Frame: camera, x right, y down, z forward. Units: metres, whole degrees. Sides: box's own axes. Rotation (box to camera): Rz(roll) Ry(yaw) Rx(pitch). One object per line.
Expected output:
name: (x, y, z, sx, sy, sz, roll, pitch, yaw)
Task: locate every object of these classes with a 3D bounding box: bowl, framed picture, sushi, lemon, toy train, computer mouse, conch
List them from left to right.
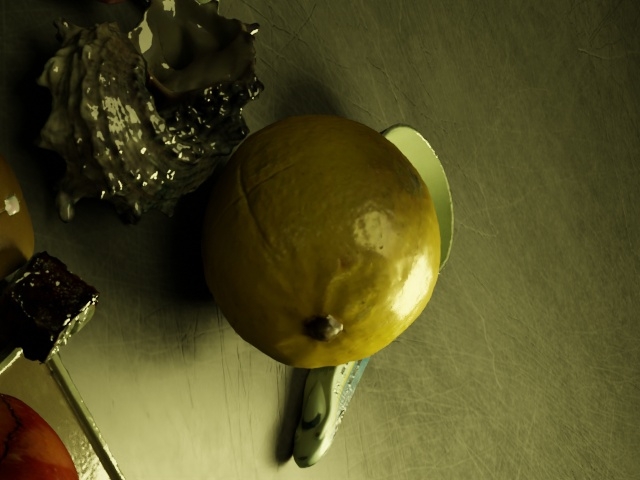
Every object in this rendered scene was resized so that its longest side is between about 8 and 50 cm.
computer mouse: (-0.353, -0.009, 1.480, 0.245, 0.056, 0.125, -32, 108, -57)
sushi: (-0.271, 0.062, 1.533, 0.084, 0.094, 0.098, 37, 45, 0)
framed picture: (-0.273, 0.270, 1.547, 0.232, 0.024, 0.315, -50, 121, -50)
conch: (-0.195, -0.154, 1.677, 0.313, 0.186, 0.240, -44, 110, -27)
lemon: (0.000, 0.000, 1.807, 0.297, 0.297, 0.297, 23, 62, -52)
toy train: (0.011, 0.189, 1.973, 0.051, 0.052, 0.234, 56, 40, -26)
bowl: (0.082, -0.043, 2.095, 0.211, 0.112, 0.211, 25, 60, -52)

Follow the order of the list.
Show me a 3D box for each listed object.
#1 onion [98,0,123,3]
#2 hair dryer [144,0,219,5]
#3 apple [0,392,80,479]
onion: (-0.250, -0.362, 1.672, 0.227, 0.120, 0.283, 49, 46, -19)
hair dryer: (-0.204, -0.253, 1.790, 0.199, 0.067, 0.167, 20, 70, -41)
apple: (-0.314, 0.255, 1.283, 0.272, 0.252, 0.206, -68, 141, -58)
